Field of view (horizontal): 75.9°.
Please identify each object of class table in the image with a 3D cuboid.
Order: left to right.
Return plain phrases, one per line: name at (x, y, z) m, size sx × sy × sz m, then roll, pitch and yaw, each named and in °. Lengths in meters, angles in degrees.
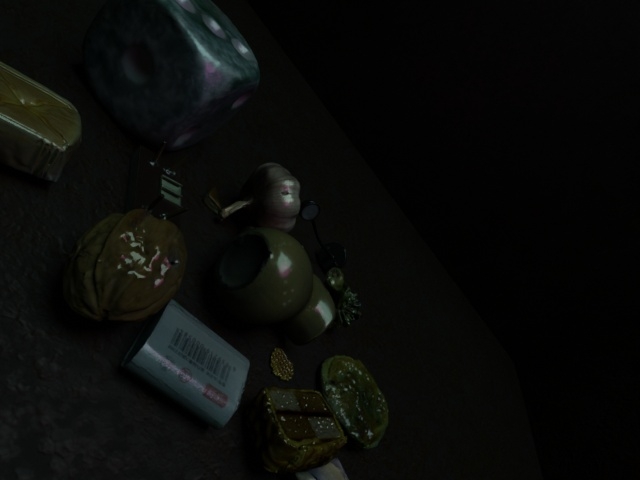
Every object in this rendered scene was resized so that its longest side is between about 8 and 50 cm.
table at (-0.385, -0.134, 1.005) m, size 0.122 × 0.111 × 0.240 m, roll 30°, pitch 36°, yaw -44°

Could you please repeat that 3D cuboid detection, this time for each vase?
vase at (-0.128, 0.087, 1.090) m, size 0.302 × 0.241 × 0.329 m, roll 44°, pitch 13°, yaw -47°

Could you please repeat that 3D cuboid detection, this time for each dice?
dice at (-0.393, -0.475, 1.139) m, size 0.328 × 0.330 × 0.348 m, roll 53°, pitch 24°, yaw -9°

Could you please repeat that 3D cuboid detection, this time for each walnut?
walnut at (-0.353, 0.047, 0.763) m, size 0.198 × 0.198 × 0.245 m, roll 42°, pitch 29°, yaw -27°

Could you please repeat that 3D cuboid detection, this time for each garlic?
garlic at (-0.192, -0.104, 1.234) m, size 0.253 × 0.245 × 0.245 m, roll -12°, pitch 68°, yaw -32°

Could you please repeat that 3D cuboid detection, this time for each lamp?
lamp at (-0.013, -0.024, 1.408) m, size 0.371 × 0.130 × 0.108 m, roll 51°, pitch 7°, yaw -49°

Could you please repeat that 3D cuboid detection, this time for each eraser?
eraser at (-0.257, 0.244, 0.824) m, size 0.227 × 0.081 × 0.174 m, roll 45°, pitch 24°, yaw -21°

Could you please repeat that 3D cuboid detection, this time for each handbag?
handbag at (0.003, 0.559, 0.902) m, size 0.173 × 0.095 × 0.117 m, roll 28°, pitch 22°, yaw -54°

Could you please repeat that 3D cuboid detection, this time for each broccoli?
broccoli at (0.051, 0.164, 1.259) m, size 0.304 × 0.146 × 0.164 m, roll 79°, pitch 0°, yaw -63°

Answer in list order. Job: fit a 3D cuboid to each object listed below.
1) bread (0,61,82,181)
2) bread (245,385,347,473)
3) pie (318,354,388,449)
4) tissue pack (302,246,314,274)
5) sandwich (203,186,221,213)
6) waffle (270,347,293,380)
bread at (-0.581, -0.228, 0.782) m, size 0.210 × 0.110 × 0.192 m, roll 30°, pitch 30°, yaw -43°
bread at (-0.052, 0.417, 0.912) m, size 0.222 × 0.096 × 0.181 m, roll 24°, pitch 18°, yaw -45°
pie at (0.103, 0.460, 1.196) m, size 0.277 × 0.079 × 0.277 m, roll 43°, pitch 27°, yaw -29°
tissue pack at (-0.088, 0.096, 1.265) m, size 0.106 × 0.099 × 0.148 m, roll 11°, pitch 51°, yaw -55°
sandwich at (-0.319, -0.120, 1.195) m, size 0.044 × 0.031 × 0.083 m, roll 14°, pitch 48°, yaw -57°
waffle at (-0.100, 0.326, 1.073) m, size 0.085 × 0.016 × 0.078 m, roll 45°, pitch 32°, yaw -20°
